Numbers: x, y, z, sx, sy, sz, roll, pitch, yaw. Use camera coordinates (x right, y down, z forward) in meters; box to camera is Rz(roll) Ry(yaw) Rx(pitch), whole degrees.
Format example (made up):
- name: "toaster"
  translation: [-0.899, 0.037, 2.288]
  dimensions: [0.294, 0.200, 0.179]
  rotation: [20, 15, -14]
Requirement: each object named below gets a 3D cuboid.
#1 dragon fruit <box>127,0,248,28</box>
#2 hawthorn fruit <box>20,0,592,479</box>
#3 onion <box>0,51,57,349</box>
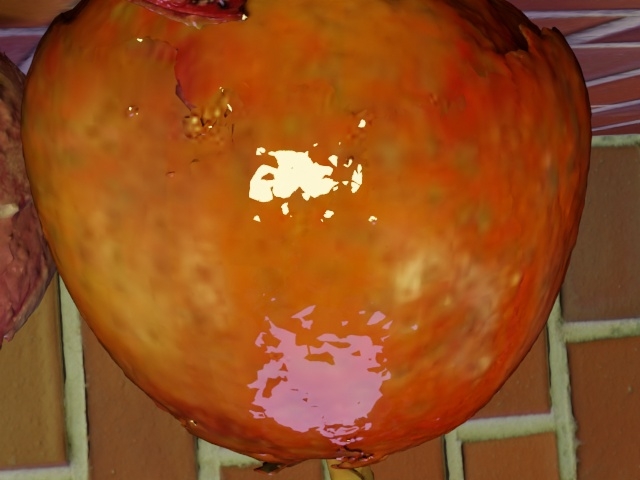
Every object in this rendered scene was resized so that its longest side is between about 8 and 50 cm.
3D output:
- name: "dragon fruit"
  translation: [-0.075, -0.134, 0.563]
  dimensions: [0.131, 0.063, 0.097]
  rotation: [3, 148, -31]
- name: "hawthorn fruit"
  translation: [0.000, 0.000, 0.748]
  dimensions: [0.276, 0.308, 0.276]
  rotation: [-6, -166, 1]
- name: "onion"
  translation: [-0.278, -0.011, 0.863]
  dimensions: [0.267, 0.159, 0.349]
  rotation: [-13, -143, -2]
